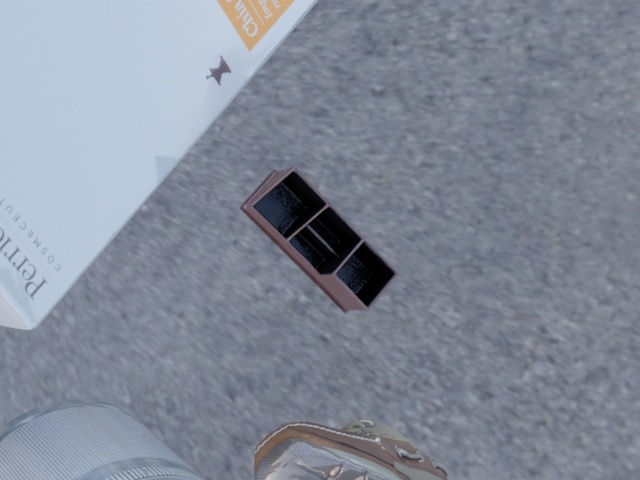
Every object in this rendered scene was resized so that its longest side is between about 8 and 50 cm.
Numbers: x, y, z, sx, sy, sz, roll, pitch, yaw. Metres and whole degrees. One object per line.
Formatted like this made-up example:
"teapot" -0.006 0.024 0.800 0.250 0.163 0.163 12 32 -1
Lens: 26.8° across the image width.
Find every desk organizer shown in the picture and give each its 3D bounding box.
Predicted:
"desk organizer" 0.000 0.000 1.107 0.130 0.050 0.047 45 73 -14

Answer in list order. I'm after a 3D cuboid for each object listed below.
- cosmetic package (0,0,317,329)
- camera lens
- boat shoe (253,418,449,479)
"cosmetic package" -0.203 -0.171 1.120 0.453 0.161 0.230 -53 126 -26
"camera lens" -0.191 0.280 1.188 0.219 0.274 0.220 -12 112 -30
"boat shoe" 0.038 0.226 1.219 0.123 0.116 0.324 -34 140 13
